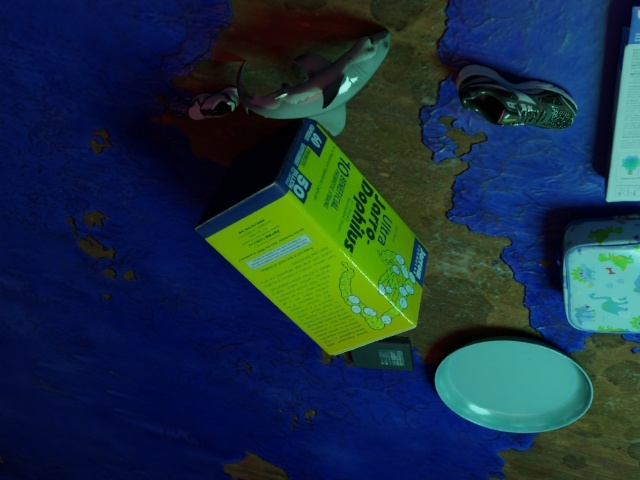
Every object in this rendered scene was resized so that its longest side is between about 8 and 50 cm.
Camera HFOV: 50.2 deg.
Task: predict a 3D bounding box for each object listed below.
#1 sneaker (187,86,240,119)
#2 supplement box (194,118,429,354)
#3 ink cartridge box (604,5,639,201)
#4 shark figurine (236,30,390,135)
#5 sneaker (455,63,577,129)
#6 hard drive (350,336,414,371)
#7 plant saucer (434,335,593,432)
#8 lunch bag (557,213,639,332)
[{"bbox_3d":[-0.180,-0.221,1.130,0.109,0.043,0.040,-14,129,31],"label":"sneaker"},{"bbox_3d":[0.000,0.000,1.176,0.195,0.194,0.356,-25,121,35],"label":"supplement box"},{"bbox_3d":[0.498,-0.187,0.928,0.186,0.065,0.311,1,135,17],"label":"ink cartridge box"},{"bbox_3d":[-0.022,-0.201,1.021,0.278,0.166,0.116,-10,138,28],"label":"shark figurine"},{"bbox_3d":[0.278,-0.189,0.987,0.178,0.077,0.072,14,136,3],"label":"sneaker"},{"bbox_3d":[0.132,0.246,1.490,0.135,0.022,0.094,1,133,17],"label":"hard drive"},{"bbox_3d":[0.402,0.299,1.439,0.318,0.043,0.317,9,134,9],"label":"plant saucer"},{"bbox_3d":[0.491,0.058,1.144,0.176,0.090,0.219,-4,131,20],"label":"lunch bag"}]
